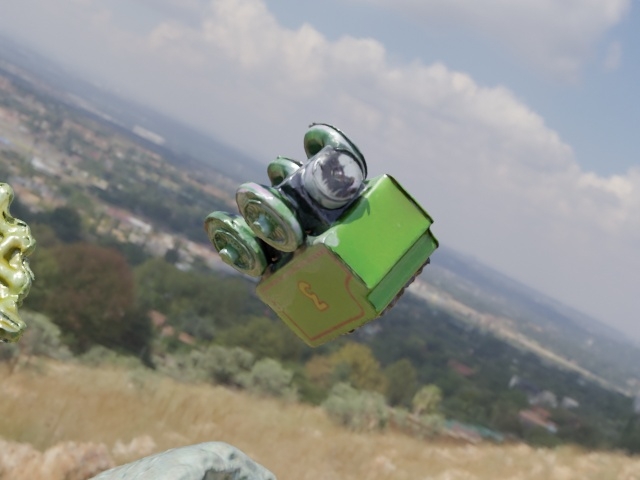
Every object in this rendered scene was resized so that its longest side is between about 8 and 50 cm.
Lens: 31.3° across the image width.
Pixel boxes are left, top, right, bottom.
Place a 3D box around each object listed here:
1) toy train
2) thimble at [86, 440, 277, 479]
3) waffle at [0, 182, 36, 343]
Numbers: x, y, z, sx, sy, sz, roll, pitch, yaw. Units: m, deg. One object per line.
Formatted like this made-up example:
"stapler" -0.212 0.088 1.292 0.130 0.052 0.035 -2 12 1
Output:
"toy train" 0.000 0.000 1.482 0.249 0.173 0.307 46 -27 -4
"thimble" -0.159 0.386 1.318 0.195 0.292 0.291 -23 -26 28
"waffle" -0.489 0.029 1.314 0.317 0.297 0.073 -13 -21 -17
